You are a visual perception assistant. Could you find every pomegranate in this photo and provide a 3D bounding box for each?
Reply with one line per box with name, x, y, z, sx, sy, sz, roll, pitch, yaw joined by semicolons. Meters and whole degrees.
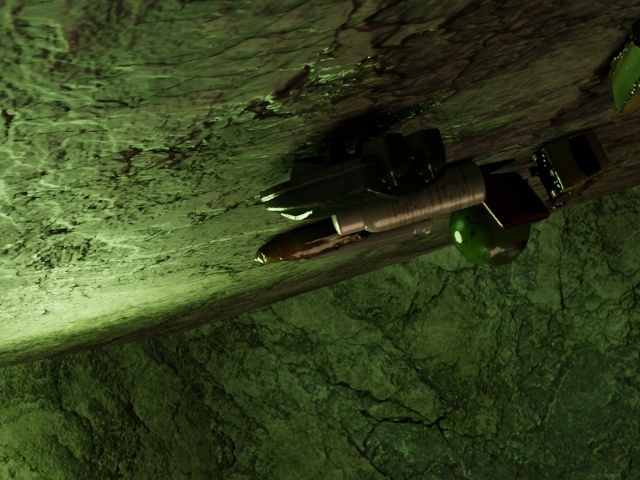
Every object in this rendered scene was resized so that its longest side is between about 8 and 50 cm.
pomegranate;0.384;-0.049;1.997;0.187;0.187;0.225;-12;152;-33

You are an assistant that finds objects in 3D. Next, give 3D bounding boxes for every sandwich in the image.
sandwich;0.461;-0.235;1.095;0.212;0.063;0.245;-21;173;8

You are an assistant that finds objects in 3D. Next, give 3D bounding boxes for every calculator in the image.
calculator;0.378;-0.085;1.826;0.191;0.126;0.034;-13;149;-46

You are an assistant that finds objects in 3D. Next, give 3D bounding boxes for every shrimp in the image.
shrimp;0.000;0.000;1.903;0.287;0.062;0.152;-15;176;14

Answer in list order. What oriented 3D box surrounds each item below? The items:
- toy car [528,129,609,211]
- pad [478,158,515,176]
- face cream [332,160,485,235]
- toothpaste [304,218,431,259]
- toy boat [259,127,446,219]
toy car;0.481;-0.136;1.769;0.125;0.101;0.257;-25;171;8
pad;0.198;-0.092;1.871;0.248;0.007;0.367;-13;172;-25
face cream;0.151;-0.070;1.612;0.269;0.081;0.082;-15;173;-4
toothpaste;0.093;-0.009;2.039;0.323;0.066;0.100;-14;-156;-21
toy boat;0.020;-0.080;1.194;0.141;0.092;0.320;-12;179;-38
